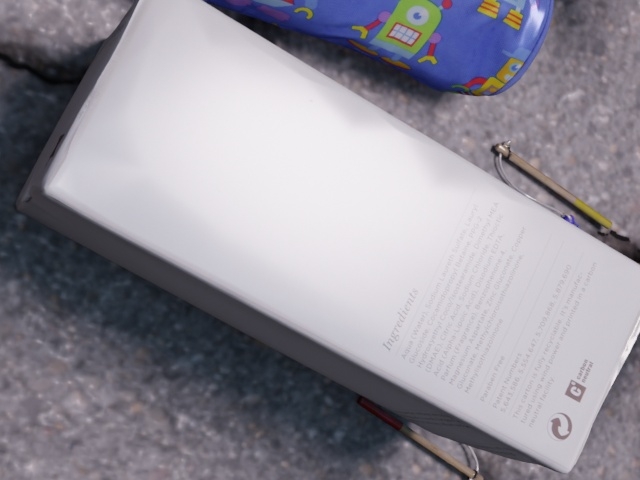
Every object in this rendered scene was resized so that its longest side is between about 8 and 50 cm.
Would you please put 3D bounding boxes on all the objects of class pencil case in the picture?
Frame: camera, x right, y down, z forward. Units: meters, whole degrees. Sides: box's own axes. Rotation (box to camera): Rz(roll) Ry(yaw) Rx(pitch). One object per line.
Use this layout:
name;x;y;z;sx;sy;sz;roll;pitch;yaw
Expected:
pencil case;0.021;-0.197;0.874;0.306;0.119;0.133;14;124;-24

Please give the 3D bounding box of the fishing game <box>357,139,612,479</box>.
fishing game;0.155;0.066;0.989;0.189;0.041;0.264;37;78;-18

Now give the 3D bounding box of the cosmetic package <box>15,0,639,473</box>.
cosmetic package;0.000;0.000;0.804;0.385;0.217;0.156;31;79;-17

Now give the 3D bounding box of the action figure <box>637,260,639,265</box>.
action figure;0.416;0.038;0.976;0.341;0.178;0.330;38;83;10
